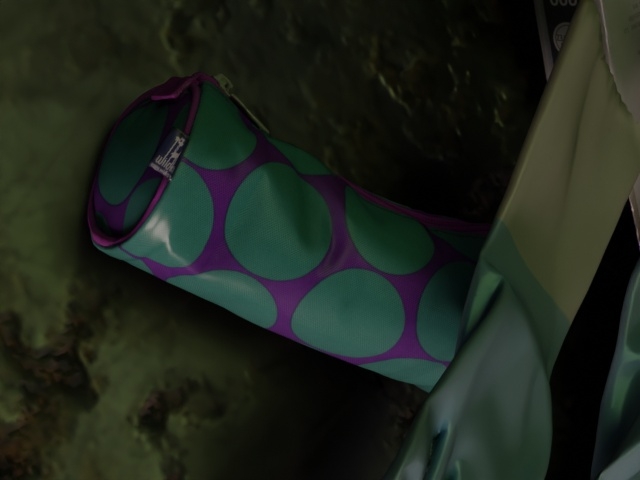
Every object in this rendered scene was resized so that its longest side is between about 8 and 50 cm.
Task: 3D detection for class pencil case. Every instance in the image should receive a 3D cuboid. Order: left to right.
[{"bbox_3d":[0.000,0.000,0.418,0.152,0.064,0.070,26,94,-25],"label":"pencil case"}]

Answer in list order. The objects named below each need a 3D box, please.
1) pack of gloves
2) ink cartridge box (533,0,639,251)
[{"bbox_3d":[0.102,0.065,0.429,0.195,0.046,0.232,54,54,-45],"label":"pack of gloves"},{"bbox_3d":[0.179,-0.121,0.546,0.206,0.045,0.208,-30,117,-31],"label":"ink cartridge box"}]
